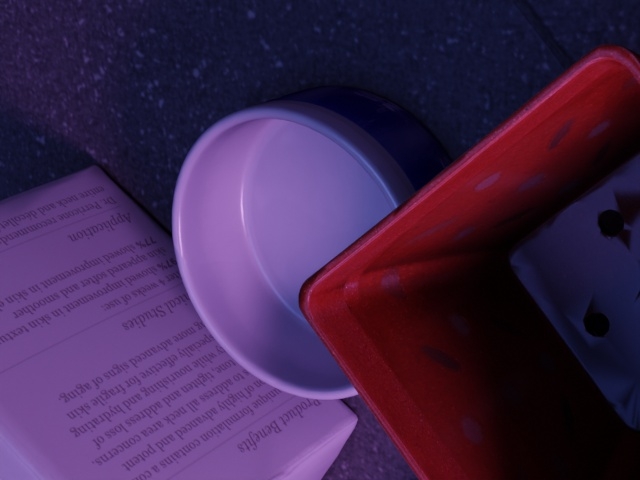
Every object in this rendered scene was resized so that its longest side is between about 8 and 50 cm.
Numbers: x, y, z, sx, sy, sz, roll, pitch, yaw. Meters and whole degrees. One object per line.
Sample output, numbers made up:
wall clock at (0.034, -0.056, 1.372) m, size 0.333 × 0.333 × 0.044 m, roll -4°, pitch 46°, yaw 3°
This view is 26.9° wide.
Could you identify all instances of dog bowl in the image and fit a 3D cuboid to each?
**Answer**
dog bowl at (0.000, 0.000, 1.183) m, size 0.265 × 0.104 × 0.265 m, roll 14°, pitch 115°, yaw 32°

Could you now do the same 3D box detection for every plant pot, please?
plant pot at (0.197, 0.048, 0.889) m, size 0.267 × 0.236 × 0.267 m, roll -39°, pitch 82°, yaw 26°

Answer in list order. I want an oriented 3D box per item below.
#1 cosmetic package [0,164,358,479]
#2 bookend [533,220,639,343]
cosmetic package at (-0.252, 0.201, 1.305) m, size 0.394 × 0.329 × 0.327 m, roll 43°, pitch 127°, yaw 16°
bookend at (0.196, 0.074, 1.087) m, size 0.157 × 0.072 × 0.156 m, roll 49°, pitch 129°, yaw 11°
